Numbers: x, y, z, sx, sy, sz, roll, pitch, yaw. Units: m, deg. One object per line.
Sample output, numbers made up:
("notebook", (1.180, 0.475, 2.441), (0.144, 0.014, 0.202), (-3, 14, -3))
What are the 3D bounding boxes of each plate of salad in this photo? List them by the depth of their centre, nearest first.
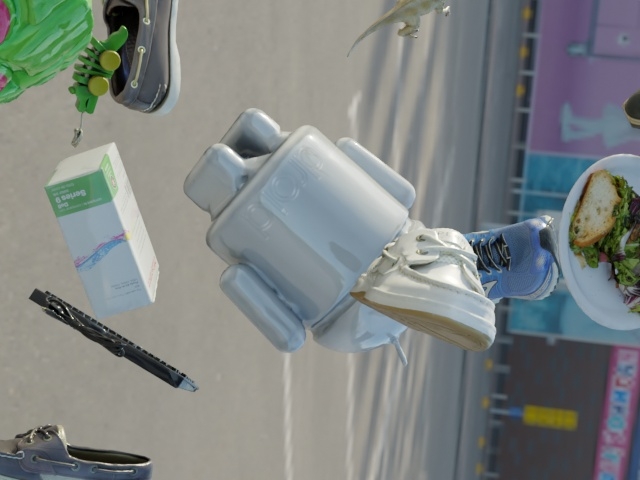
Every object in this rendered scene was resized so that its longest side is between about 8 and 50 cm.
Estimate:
("plate of salad", (0.350, 0.002, 1.325), (0.048, 0.200, 0.199), (-1, -100, 60))

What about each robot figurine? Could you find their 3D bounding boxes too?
("robot figurine", (0.000, 0.000, 1.457), (0.300, 0.353, 0.200), (-51, -175, -28))

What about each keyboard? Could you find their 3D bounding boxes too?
("keyboard", (-0.358, 0.163, 1.994), (0.033, 0.317, 0.201), (-61, 165, -5))

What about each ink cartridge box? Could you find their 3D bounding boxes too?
("ink cartridge box", (-0.310, -0.014, 1.703), (0.154, 0.093, 0.212), (-101, 172, -71))

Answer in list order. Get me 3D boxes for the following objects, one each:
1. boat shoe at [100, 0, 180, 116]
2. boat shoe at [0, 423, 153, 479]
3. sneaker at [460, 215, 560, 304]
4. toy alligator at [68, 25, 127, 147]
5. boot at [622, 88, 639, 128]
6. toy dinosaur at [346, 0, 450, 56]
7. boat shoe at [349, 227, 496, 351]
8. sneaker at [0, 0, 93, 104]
("boat shoe", (-0.297, -0.361, 1.897), (0.097, 0.117, 0.324), (9, 71, -47))
("boat shoe", (-0.354, 0.283, 1.534), (0.092, 0.285, 0.103), (-69, -162, -1))
("sneaker", (0.267, 0.044, 1.912), (0.330, 0.147, 0.129), (145, -57, -61))
("toy alligator", (-0.332, -0.223, 1.672), (0.189, 0.051, 0.056), (-63, -151, 12))
("boot", (0.466, -0.222, 1.457), (0.137, 0.198, 0.077), (59, 9, -56))
("toy dinosaur", (0.104, -0.265, 1.350), (0.092, 0.183, 0.053), (10, 55, -87))
("boat shoe", (0.095, 0.031, 1.051), (0.096, 0.098, 0.277), (-63, -167, -2))
("sneaker", (-0.273, -0.234, 0.738), (0.483, 0.185, 0.202), (85, -17, -66))
